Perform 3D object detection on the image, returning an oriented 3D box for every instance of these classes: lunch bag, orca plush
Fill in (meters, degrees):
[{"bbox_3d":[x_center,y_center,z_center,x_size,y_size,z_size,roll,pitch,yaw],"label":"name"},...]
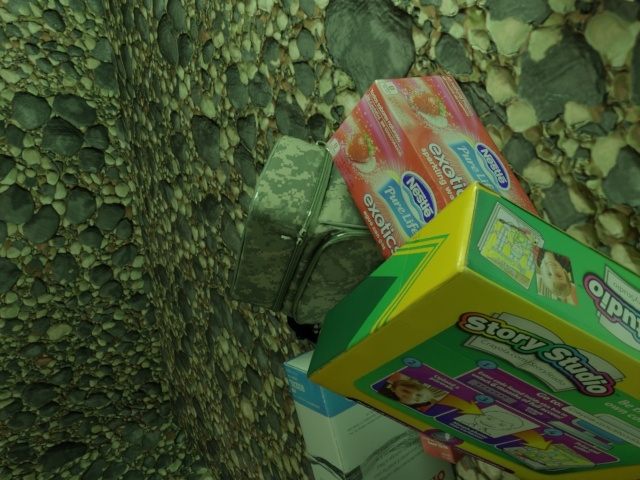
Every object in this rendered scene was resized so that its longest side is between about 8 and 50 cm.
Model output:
[{"bbox_3d":[0.000,0.000,0.839,0.305,0.256,0.212,113,172,-47],"label":"lunch bag"},{"bbox_3d":[-0.002,0.213,1.050,0.287,0.102,0.151,35,133,42],"label":"orca plush"}]

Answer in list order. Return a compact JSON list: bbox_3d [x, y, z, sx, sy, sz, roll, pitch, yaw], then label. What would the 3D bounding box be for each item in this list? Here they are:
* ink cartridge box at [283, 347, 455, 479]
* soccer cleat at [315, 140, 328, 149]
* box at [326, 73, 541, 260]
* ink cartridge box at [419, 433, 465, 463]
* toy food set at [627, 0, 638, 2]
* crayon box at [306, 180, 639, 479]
[{"bbox_3d":[0.091,0.326,0.859,0.129,0.223,0.307,-5,101,57],"label":"ink cartridge box"},{"bbox_3d":[-0.010,-0.149,0.927,0.196,0.068,0.076,-3,98,49],"label":"soccer cleat"},{"bbox_3d":[0.158,-0.056,0.646,0.142,0.154,0.299,-44,67,53],"label":"box"},{"bbox_3d":[0.196,0.221,0.755,0.067,0.115,0.198,-14,94,58],"label":"ink cartridge box"},{"bbox_3d":[0.316,-0.278,0.427,0.078,0.019,0.122,29,128,46],"label":"toy food set"},{"bbox_3d":[0.212,0.139,0.522,0.363,0.106,0.313,28,142,-9],"label":"crayon box"}]
